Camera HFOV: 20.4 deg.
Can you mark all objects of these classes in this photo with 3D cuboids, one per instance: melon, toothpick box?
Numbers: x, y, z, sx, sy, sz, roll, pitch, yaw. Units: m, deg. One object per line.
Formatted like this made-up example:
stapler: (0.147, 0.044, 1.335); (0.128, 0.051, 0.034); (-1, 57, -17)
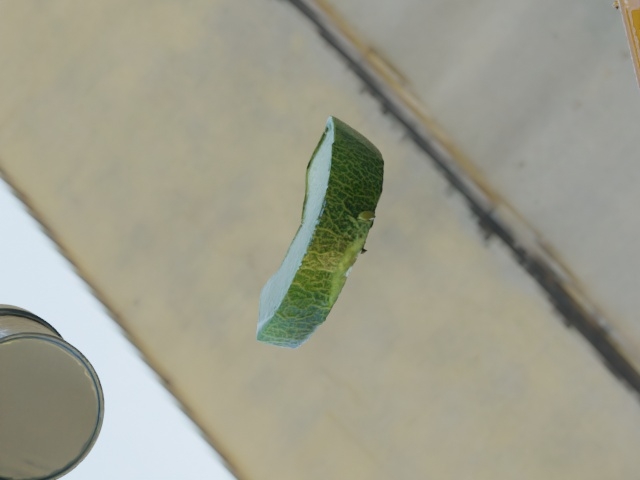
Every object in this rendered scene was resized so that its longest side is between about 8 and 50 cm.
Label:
melon: (0.000, 0.000, 1.635); (0.064, 0.209, 0.118); (21, -168, -19)
toothpick box: (-0.205, 0.099, 1.179); (0.101, 0.101, 0.153); (35, 173, -17)

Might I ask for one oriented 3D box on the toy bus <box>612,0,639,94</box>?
toy bus: (0.218, -0.110, 1.063); (0.074, 0.069, 0.162); (23, -127, -61)
